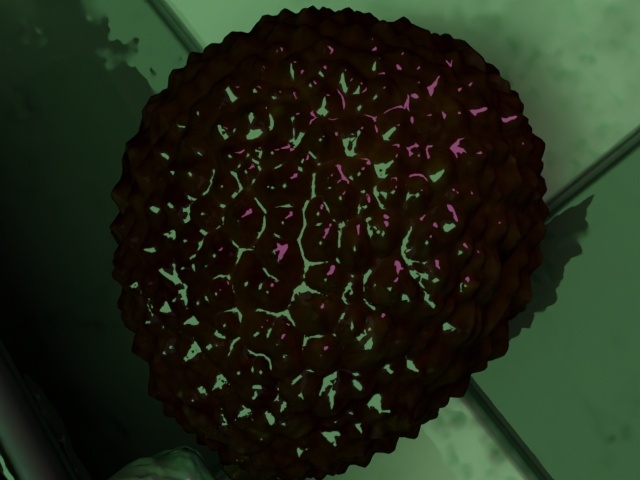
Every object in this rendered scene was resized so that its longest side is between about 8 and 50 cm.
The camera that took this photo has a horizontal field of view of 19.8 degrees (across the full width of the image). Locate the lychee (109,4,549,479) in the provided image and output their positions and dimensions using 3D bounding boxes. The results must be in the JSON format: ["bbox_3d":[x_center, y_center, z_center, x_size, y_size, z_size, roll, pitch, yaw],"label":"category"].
[{"bbox_3d":[0.001,0.002,0.505,0.123,0.123,0.129,2,89,15],"label":"lychee"}]

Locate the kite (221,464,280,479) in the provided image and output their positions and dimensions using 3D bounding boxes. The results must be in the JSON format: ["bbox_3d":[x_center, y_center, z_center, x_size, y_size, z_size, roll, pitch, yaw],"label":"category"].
[{"bbox_3d":[0.040,0.229,0.505,0.204,0.022,0.360,-49,61,32],"label":"kite"}]

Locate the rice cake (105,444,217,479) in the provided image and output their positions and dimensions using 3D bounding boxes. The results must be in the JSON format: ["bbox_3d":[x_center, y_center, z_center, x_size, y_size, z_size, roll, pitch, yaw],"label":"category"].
[{"bbox_3d":[0.003,0.146,0.476,0.208,0.033,0.033,58,142,8],"label":"rice cake"}]

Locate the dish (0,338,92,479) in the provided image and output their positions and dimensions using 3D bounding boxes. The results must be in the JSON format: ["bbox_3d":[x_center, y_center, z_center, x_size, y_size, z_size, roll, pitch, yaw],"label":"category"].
[{"bbox_3d":[-0.132,0.083,0.561,0.182,0.080,0.243,-30,88,32],"label":"dish"}]
